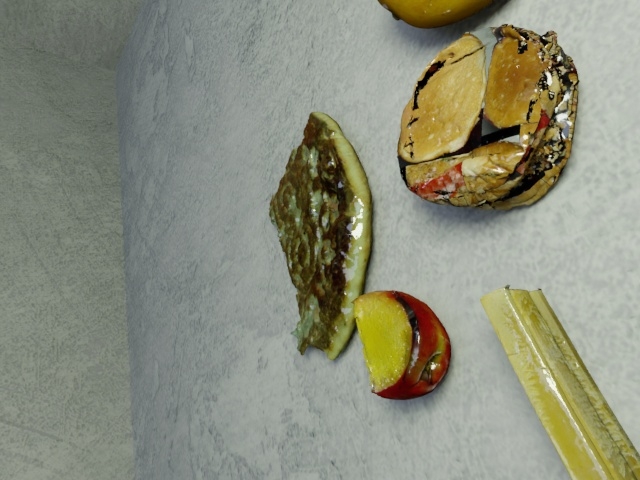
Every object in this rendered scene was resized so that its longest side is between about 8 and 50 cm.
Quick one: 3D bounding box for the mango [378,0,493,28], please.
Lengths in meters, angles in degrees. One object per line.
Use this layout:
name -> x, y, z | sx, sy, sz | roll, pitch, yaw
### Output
mango -> 0.179, -0.375, 0.609 | 0.254, 0.139, 0.176 | -5, 84, 46

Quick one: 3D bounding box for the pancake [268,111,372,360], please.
pancake -> 0.002, -0.003, 0.860 | 0.305, 0.066, 0.427 | -44, 52, 49

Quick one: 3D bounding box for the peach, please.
peach -> 0.111, 0.139, 0.655 | 0.127, 0.092, 0.172 | -64, 29, 15

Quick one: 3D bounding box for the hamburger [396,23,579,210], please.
hamburger -> 0.196, -0.145, 0.579 | 0.231, 0.106, 0.231 | -20, 66, 53

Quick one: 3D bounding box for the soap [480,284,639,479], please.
soap -> 0.249, 0.161, 0.467 | 0.037, 0.092, 0.252 | -45, 51, 37
